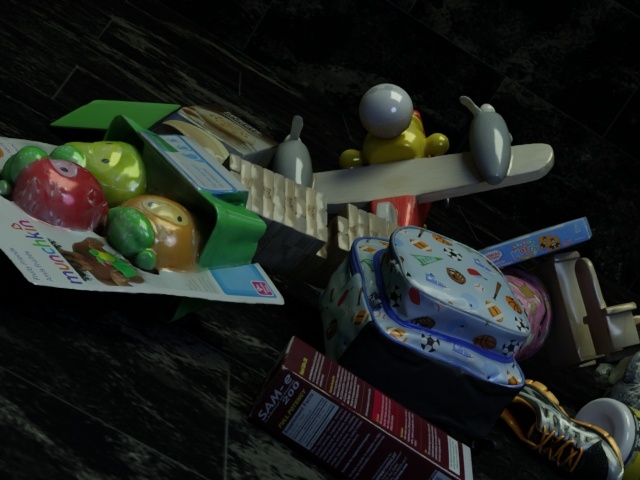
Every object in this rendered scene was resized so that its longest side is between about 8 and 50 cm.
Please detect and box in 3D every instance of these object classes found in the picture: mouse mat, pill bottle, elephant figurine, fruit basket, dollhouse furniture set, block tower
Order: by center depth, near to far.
[{"bbox_3d":[-0.243,-0.042,1.529,0.353,0.165,0.327,14,22,-48],"label":"fruit basket"},{"bbox_3d":[0.000,0.000,1.874,0.335,0.097,0.091,21,45,-24],"label":"block tower"},{"bbox_3d":[0.474,0.317,2.040,0.208,0.119,0.119,25,15,-33],"label":"pill bottle"},{"bbox_3d":[-0.303,-0.186,2.060,0.153,0.007,0.189,5,18,12],"label":"mouse mat"},{"bbox_3d":[0.502,0.259,2.185,0.169,0.186,0.239,17,-2,15],"label":"elephant figurine"},{"bbox_3d":[0.537,0.085,2.236,0.356,0.173,0.303,-10,-11,-18],"label":"dollhouse furniture set"}]

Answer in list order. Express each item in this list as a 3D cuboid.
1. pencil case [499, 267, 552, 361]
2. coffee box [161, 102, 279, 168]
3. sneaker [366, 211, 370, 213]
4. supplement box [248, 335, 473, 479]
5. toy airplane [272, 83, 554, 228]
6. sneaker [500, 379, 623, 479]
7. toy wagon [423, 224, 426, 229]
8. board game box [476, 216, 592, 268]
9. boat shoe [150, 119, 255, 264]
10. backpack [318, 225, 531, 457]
[{"bbox_3d":[0.240,0.132,2.049,0.160,0.167,0.386,14,7,16],"label":"pencil case"},{"bbox_3d":[-0.174,-0.146,2.243,0.141,0.098,0.246,33,12,5],"label":"coffee box"},{"bbox_3d":[0.114,-0.004,2.413,0.153,0.099,0.282,37,5,-4],"label":"sneaker"},{"bbox_3d":[0.047,0.209,1.491,0.239,0.073,0.130,34,11,-2],"label":"supplement box"},{"bbox_3d":[0.112,-0.108,2.183,0.386,0.272,0.384,-25,27,-29],"label":"toy airplane"},{"bbox_3d":[0.332,0.281,1.945,0.215,0.084,0.083,37,26,33],"label":"sneaker"},{"bbox_3d":[0.284,0.080,2.604,0.344,0.068,0.267,38,13,26],"label":"toy wagon"},{"bbox_3d":[0.314,0.012,2.146,0.160,0.212,0.039,-8,81,-78],"label":"board game box"},{"bbox_3d":[-0.180,-0.079,1.965,0.098,0.109,0.302,16,28,-48],"label":"boat shoe"},{"bbox_3d":[0.120,0.102,1.744,0.276,0.213,0.263,27,16,-25],"label":"backpack"}]
